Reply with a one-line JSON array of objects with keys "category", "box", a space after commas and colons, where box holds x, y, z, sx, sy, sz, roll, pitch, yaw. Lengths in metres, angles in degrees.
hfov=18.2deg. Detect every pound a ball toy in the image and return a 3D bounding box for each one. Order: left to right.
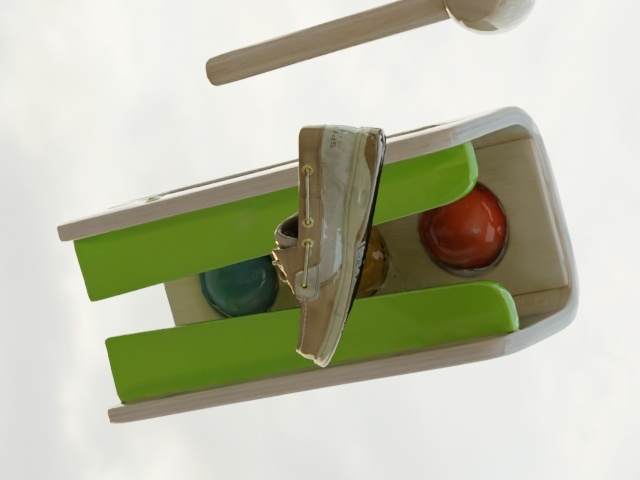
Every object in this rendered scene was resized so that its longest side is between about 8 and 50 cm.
[{"category": "pound a ball toy", "box": [0.010, -0.029, 1.123, 0.319, 0.136, 0.208, -13, -87, 31]}]

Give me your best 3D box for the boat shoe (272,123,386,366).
[{"category": "boat shoe", "box": [0.000, 0.000, 0.969, 0.050, 0.045, 0.135, -70, 172, -58]}]
